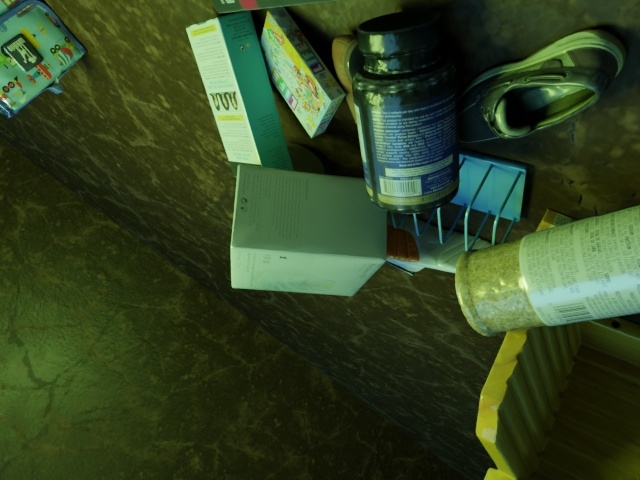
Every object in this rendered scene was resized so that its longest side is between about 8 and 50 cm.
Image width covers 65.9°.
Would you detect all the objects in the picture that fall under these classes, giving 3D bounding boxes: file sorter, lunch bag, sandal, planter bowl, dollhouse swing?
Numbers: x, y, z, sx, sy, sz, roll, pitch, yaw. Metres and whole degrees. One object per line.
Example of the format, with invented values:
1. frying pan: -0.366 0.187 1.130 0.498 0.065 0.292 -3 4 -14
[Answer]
1. file sorter: 0.198 -0.057 0.729 0.171 0.104 0.118 21 154 28
2. lunch bag: -0.661 -0.414 1.015 0.138 0.220 0.293 1 140 53
3. sandal: 0.188 0.024 0.905 0.266 0.101 0.076 19 151 27
4. planter bowl: -0.059 -0.115 0.948 0.162 0.109 0.162 29 156 14
5. dollhouse swing: 0.420 0.246 0.719 0.316 0.346 0.304 22 154 27

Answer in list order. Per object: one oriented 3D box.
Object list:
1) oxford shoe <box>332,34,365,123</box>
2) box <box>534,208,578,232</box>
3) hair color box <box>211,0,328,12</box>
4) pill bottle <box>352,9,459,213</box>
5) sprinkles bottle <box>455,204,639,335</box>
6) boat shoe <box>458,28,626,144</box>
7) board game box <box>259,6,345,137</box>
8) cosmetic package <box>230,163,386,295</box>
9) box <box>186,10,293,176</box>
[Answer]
1. oxford shoe: 0.072 -0.194 0.694 0.076 0.076 0.212 47 168 45
2. box: 0.381 0.010 0.717 0.136 0.028 0.081 27 156 20
3. hair color box: 0.014 -0.326 0.432 0.375 0.113 0.185 14 150 37
4. pill bottle: 0.104 -0.152 0.599 0.123 0.123 0.219 17 134 35
5. sprinkles bottle: 0.334 0.024 0.553 0.356 0.121 0.121 -20 124 40
6. boat shoe: 0.218 -0.152 0.553 0.080 0.073 0.224 41 156 -17
7. board game box: -0.032 -0.237 0.707 0.154 0.026 0.103 56 158 6
8. cosmetic package: -0.028 -0.003 0.806 0.225 0.138 0.224 4 160 -8
9. box: -0.123 -0.218 0.771 0.101 0.060 0.244 16 129 48
